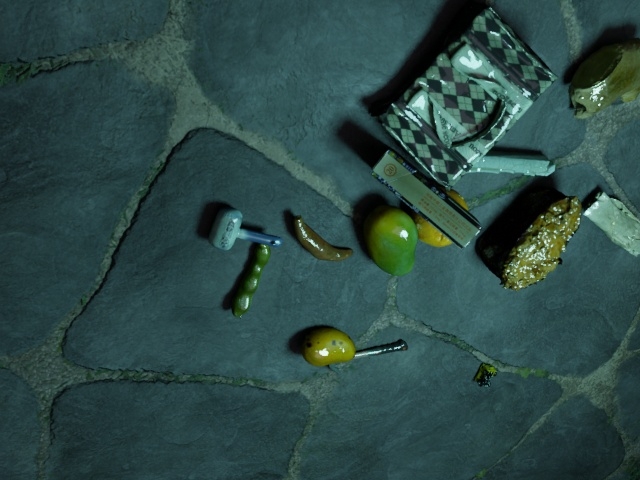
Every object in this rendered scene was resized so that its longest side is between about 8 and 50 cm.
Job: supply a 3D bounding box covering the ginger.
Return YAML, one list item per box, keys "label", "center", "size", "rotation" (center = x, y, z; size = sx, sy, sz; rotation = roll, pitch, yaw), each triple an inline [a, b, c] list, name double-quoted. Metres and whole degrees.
- label: "ginger"
  center: [0.843, -0.459, 1.912]
  size: [0.221, 0.130, 0.275]
  rotation: [24, 113, -42]

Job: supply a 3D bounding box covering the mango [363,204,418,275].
- label: "mango"
  center: [0.205, 0.003, 1.907]
  size: [0.157, 0.114, 0.251]
  rotation: [1, 140, 14]

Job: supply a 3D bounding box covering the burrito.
- label: "burrito"
  center: [1.029, -0.054, 2.269]
  size: [0.392, 0.076, 0.117]
  rotation: [29, 104, -34]

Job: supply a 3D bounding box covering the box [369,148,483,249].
- label: "box"
  center: [0.278, -0.113, 1.739]
  size: [0.310, 0.198, 0.084]
  rotation: [40, 102, 2]

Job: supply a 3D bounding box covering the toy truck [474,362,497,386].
- label: "toy truck"
  center: [0.607, 0.492, 2.428]
  size: [0.049, 0.054, 0.083]
  rotation: [10, 115, -28]

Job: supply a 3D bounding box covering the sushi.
- label: "sushi"
  center: [0.677, 0.002, 2.072]
  size: [0.234, 0.207, 0.348]
  rotation: [32, 101, -28]

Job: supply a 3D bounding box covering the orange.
- label: "orange"
  center: [0.345, -0.068, 1.916]
  size: [0.178, 0.155, 0.177]
  rotation: [-21, 136, -22]

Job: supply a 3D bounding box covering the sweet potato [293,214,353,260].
- label: "sweet potato"
  center: [-0.003, 0.011, 1.867]
  size: [0.255, 0.058, 0.078]
  rotation: [33, 82, -39]

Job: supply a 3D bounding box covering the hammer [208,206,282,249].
- label: "hammer"
  center: [-0.191, -0.017, 1.744]
  size: [0.194, 0.069, 0.116]
  rotation: [15, 112, -20]

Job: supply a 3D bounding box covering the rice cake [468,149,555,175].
- label: "rice cake"
  center: [0.552, -0.232, 1.959]
  size: [0.337, 0.066, 0.062]
  rotation: [0, 128, -23]

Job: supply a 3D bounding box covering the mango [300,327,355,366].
- label: "mango"
  center: [0.024, 0.326, 2.041]
  size: [0.178, 0.090, 0.115]
  rotation: [-5, 82, -21]

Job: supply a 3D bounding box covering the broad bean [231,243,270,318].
- label: "broad bean"
  center: [-0.191, 0.105, 1.844]
  size: [0.053, 0.052, 0.256]
  rotation: [-20, 136, -64]

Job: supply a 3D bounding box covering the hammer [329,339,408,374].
- label: "hammer"
  center: [0.156, 0.369, 2.169]
  size: [0.288, 0.033, 0.111]
  rotation: [-9, 122, -19]

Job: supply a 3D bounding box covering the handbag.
- label: "handbag"
  center: [0.363, -0.379, 1.734]
  size: [0.317, 0.180, 0.416]
  rotation: [34, 107, -27]
